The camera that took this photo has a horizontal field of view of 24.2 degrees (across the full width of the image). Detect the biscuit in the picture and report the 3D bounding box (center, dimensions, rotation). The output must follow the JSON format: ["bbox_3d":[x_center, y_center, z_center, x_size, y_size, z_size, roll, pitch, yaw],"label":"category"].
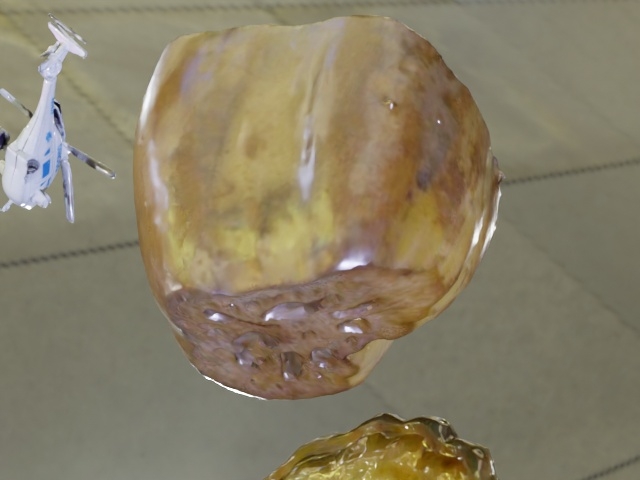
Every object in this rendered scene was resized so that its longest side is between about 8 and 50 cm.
[{"bbox_3d":[0.038,0.314,1.201,0.078,0.329,0.335,25,43,-46],"label":"biscuit"}]

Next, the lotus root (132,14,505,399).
[{"bbox_3d":[0.000,0.000,1.197,0.316,0.316,0.250,20,49,-9],"label":"lotus root"}]

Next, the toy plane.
[{"bbox_3d":[-0.331,-0.128,1.798,0.182,0.273,0.107,49,53,-1],"label":"toy plane"}]
